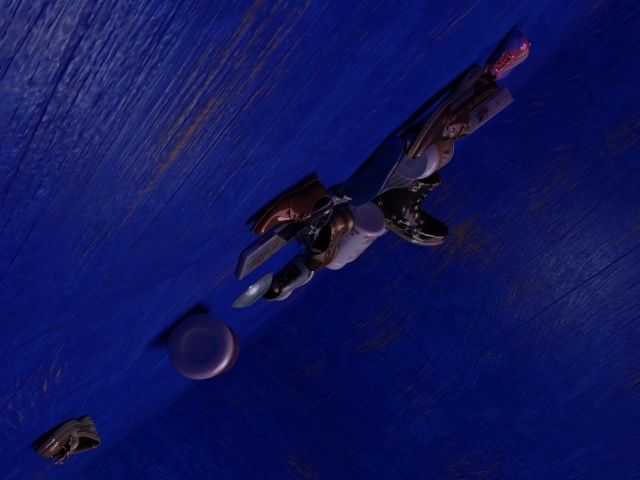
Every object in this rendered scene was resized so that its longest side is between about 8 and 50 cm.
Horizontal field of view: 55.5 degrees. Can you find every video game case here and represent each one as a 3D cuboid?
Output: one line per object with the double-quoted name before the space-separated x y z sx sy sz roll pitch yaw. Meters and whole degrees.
"video game case" 0.481 -0.401 2.068 0.244 0.061 0.269 -39 -170 -26
"video game case" -0.145 0.017 1.669 0.193 0.023 0.212 -39 173 -22

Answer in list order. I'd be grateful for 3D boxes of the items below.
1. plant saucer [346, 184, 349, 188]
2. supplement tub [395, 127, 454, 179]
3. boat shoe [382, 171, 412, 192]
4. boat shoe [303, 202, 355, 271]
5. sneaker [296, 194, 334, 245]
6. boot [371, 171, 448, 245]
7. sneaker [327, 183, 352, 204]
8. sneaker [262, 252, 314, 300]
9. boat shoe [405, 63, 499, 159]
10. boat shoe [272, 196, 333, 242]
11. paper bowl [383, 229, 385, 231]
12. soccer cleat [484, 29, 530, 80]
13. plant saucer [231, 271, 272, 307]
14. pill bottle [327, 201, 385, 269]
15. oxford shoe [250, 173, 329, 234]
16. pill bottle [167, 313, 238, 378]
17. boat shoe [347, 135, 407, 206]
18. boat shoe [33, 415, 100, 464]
"plant saucer" 0.147 -0.188 1.950 0.200 0.037 0.200 -41 173 -6
"supplement tub" 0.318 -0.275 1.899 0.144 0.144 0.199 -47 172 38
"boat shoe" 0.240 -0.219 2.061 0.226 0.083 0.076 -16 -151 46
"boat shoe" 0.000 0.000 2.047 0.119 0.122 0.324 -30 159 -37
"sneaker" -0.017 -0.072 1.689 0.211 0.080 0.081 -53 -169 53
"boot" 0.360 -0.142 2.262 0.284 0.377 0.138 124 -14 -45
"sneaker" 0.045 -0.128 1.753 0.058 0.052 0.135 -34 170 24
"sneaker" -0.123 0.152 2.347 0.271 0.100 0.108 -45 167 28
"boat shoe" 0.384 -0.347 1.746 0.342 0.123 0.123 -48 177 -11
"boat shoe" -0.032 -0.048 1.491 0.206 0.065 0.075 -25 -158 43
"paper bowl" 0.263 -0.129 2.522 0.284 0.148 0.284 -40 172 -7
"soccer cleat" 0.550 -0.541 1.817 0.095 0.083 0.248 -36 176 -3
"plant saucer" -0.237 0.190 2.199 0.195 0.037 0.195 -40 174 -5
"pill bottle" 0.102 -0.018 2.255 0.160 0.160 0.283 -35 171 -43
"oxford shoe" -0.065 -0.068 1.369 0.212 0.076 0.076 -37 174 -23
"pill bottle" -0.341 0.320 1.817 0.181 0.181 0.323 -40 173 -10
"boat shoe" 0.177 -0.197 1.785 0.258 0.109 0.089 -44 177 34
"boat shoe" -0.709 0.572 1.738 0.104 0.089 0.285 -41 173 0
